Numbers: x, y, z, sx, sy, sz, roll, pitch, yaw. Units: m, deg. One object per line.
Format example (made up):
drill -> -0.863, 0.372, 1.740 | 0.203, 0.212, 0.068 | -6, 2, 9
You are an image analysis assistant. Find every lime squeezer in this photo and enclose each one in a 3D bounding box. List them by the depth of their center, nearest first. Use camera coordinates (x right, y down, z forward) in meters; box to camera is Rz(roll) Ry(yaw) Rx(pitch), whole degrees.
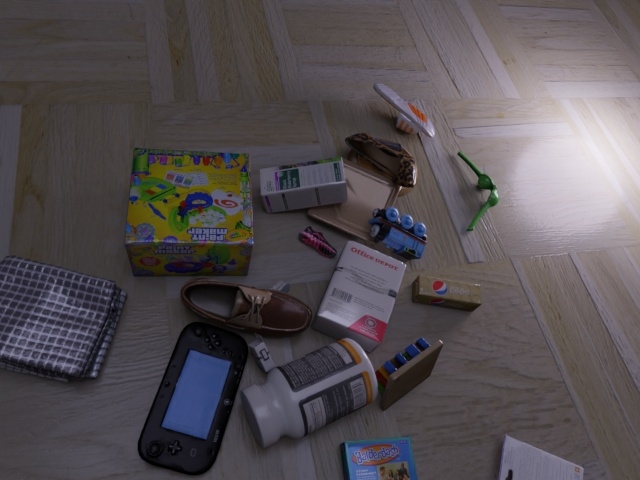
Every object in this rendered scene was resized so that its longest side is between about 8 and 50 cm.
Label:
lime squeezer -> 0.514, -0.162, 1.604 | 0.110, 0.059, 0.310 | -8, 59, 17

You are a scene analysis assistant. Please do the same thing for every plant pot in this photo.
plant pot -> 0.204, -0.242, 1.581 | 0.237, 0.032, 0.236 | 5, 59, -9

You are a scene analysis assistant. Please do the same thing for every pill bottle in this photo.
pill bottle -> -0.025, 0.339, 1.107 | 0.279, 0.162, 0.162 | -18, 66, -22

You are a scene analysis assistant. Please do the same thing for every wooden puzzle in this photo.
wooden puzzle -> 0.102, -0.119, 1.468 | 0.221, 0.044, 0.238 | 25, 63, 2

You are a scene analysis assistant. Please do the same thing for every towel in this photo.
towel -> -0.605, 0.172, 1.095 | 0.284, 0.121, 0.234 | 14, 59, -5

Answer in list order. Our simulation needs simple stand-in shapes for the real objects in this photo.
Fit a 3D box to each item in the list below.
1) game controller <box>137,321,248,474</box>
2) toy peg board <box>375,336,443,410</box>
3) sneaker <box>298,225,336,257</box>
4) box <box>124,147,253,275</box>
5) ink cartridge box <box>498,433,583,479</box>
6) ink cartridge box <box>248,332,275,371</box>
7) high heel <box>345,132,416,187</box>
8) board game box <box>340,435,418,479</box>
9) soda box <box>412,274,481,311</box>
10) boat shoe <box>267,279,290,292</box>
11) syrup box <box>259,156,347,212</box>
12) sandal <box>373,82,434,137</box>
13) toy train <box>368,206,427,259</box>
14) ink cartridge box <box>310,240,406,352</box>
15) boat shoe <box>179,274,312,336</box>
game controller -> -0.274, 0.342, 1.104 | 0.167, 0.067, 0.319 | 16, 58, -3
toy peg board -> 0.196, 0.302, 1.192 | 0.161, 0.160, 0.079 | -28, 54, -26
sneaker -> 0.000, 0.000, 1.387 | 0.119, 0.047, 0.057 | 34, 47, 6
box -> -0.328, -0.069, 1.268 | 0.290, 0.177, 0.279 | 1, 60, -13
ink cartridge box -> 0.500, 0.590, 1.150 | 0.208, 0.045, 0.206 | 24, 58, 0
ink cartridge box -> -0.142, 0.264, 1.170 | 0.028, 0.048, 0.083 | -29, 101, -25
high heel -> 0.175, -0.235, 1.473 | 0.186, 0.093, 0.261 | 8, 35, -15
board game box -> 0.136, 0.548, 1.089 | 0.160, 0.047, 0.210 | 1, 60, -12
soda box -> 0.348, 0.147, 1.369 | 0.182, 0.058, 0.061 | 10, 58, -7
boat shoe -> -0.125, 0.139, 1.282 | 0.035, 0.035, 0.100 | 26, 58, 37
syrup box -> -0.048, -0.155, 1.396 | 0.237, 0.096, 0.093 | -8, 59, 2
sandal -> 0.271, -0.427, 1.678 | 0.265, 0.076, 0.102 | 39, 35, -2
toy train -> 0.217, -0.020, 1.394 | 0.184, 0.080, 0.105 | 27, 72, -19
ink cartridge box -> 0.101, 0.143, 1.288 | 0.172, 0.100, 0.237 | 23, 59, 1
boat shoe -> -0.181, 0.163, 1.184 | 0.325, 0.116, 0.123 | 10, 84, -2
